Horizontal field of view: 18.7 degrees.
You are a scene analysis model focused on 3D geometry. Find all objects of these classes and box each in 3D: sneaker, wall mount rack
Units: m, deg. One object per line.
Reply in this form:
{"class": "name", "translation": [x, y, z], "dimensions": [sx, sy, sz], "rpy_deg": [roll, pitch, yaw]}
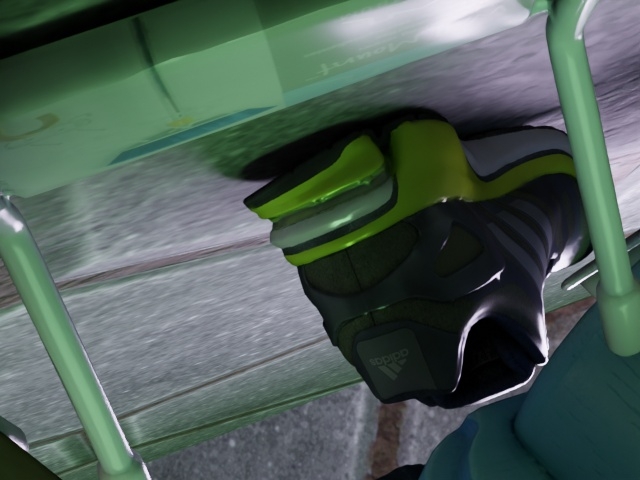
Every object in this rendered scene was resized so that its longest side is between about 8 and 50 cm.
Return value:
{"class": "sneaker", "translation": [0.064, 0.017, 0.922], "dimensions": [0.111, 0.121, 0.300], "rpy_deg": [-23, 172, 26]}
{"class": "wall mount rack", "translation": [0.000, 0.000, 0.615], "dimensions": [0.350, 0.130, 0.304], "rpy_deg": [-18, 173, 0]}

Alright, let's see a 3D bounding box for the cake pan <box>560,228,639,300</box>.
{"class": "cake pan", "translation": [0.269, -0.034, 1.078], "dimensions": [0.293, 0.054, 0.293], "rpy_deg": [-33, 175, -3]}

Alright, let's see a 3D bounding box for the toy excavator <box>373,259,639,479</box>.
{"class": "toy excavator", "translation": [0.247, 0.051, 0.831], "dimensions": [0.433, 0.222, 0.445], "rpy_deg": [-13, 137, -44]}

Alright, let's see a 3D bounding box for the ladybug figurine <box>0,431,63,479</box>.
{"class": "ladybug figurine", "translation": [-0.143, 0.124, 0.477], "dimensions": [0.162, 0.305, 0.449], "rpy_deg": [-54, -177, -16]}
